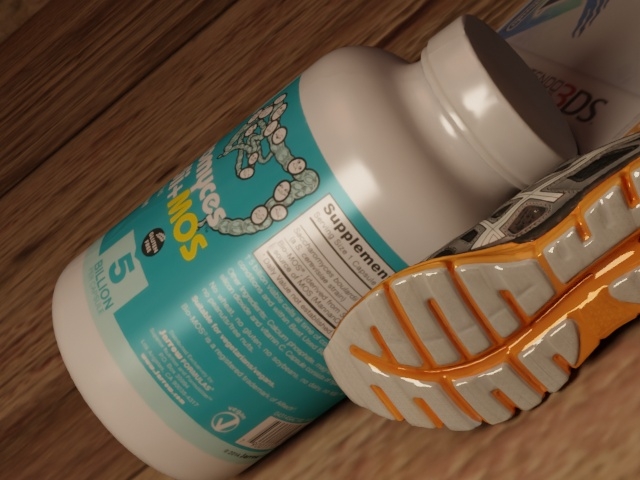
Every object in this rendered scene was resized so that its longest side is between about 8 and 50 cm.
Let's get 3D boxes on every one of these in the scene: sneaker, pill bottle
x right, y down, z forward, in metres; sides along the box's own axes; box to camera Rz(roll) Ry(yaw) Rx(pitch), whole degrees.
[{"bbox_3d":[0.100,0.015,0.831,0.215,0.084,0.083,-27,19,17],"label":"sneaker"},{"bbox_3d":[0.000,0.000,0.935,0.264,0.146,0.146,-38,20,19],"label":"pill bottle"}]

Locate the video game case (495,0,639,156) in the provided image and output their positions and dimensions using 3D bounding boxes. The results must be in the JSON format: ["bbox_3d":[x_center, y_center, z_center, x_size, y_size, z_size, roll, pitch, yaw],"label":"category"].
[{"bbox_3d":[0.234,-0.164,1.001,0.329,0.036,0.300,-43,19,-1],"label":"video game case"}]
